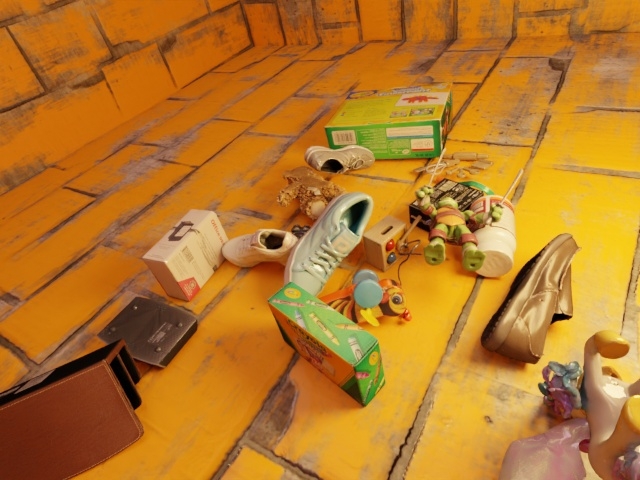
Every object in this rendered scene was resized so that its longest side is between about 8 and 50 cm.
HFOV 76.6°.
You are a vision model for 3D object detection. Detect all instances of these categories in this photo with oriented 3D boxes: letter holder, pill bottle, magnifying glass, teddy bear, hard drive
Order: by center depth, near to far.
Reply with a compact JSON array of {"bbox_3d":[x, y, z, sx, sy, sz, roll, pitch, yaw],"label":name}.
[{"bbox_3d":[-0.572,0.404,0.928,0.302,0.214,0.152,-24,9,-10],"label":"letter holder"},{"bbox_3d":[0.463,-0.014,1.098,0.121,0.121,0.221,3,44,20],"label":"pill bottle"},{"bbox_3d":[-0.475,0.254,1.124,0.255,0.054,0.172,11,46,28],"label":"hard drive"},{"bbox_3d":[0.469,-0.175,1.325,0.026,0.092,0.231,-54,36,-3],"label":"magnifying glass"},{"bbox_3d":[-0.018,-0.145,1.400,0.245,0.113,0.338,-29,42,-32],"label":"teddy bear"}]

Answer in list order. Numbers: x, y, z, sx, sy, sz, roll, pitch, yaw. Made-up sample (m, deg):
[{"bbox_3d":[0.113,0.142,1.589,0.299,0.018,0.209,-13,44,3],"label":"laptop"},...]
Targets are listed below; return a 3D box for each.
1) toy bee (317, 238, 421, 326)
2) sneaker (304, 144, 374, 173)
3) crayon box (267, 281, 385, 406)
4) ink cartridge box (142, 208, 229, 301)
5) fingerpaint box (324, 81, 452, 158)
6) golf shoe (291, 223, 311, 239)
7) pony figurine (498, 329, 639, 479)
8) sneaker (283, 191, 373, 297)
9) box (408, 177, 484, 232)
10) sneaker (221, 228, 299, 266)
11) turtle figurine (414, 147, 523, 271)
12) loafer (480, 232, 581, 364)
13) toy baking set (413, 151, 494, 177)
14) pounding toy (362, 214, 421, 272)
[{"bbox_3d":[0.144,0.151,0.993,0.298,0.162,0.195,-28,12,31],"label":"toy bee"},{"bbox_3d":[0.083,-0.285,1.519,0.281,0.105,0.115,-7,46,-22],"label":"sneaker"},{"bbox_3d":[0.012,0.227,0.919,0.081,0.165,0.278,-39,45,-26],"label":"crayon box"},{"bbox_3d":[-0.402,0.040,1.258,0.100,0.172,0.237,8,45,27],"label":"ink cartridge box"},{"bbox_3d":[0.292,-0.485,1.658,0.445,0.163,0.371,3,41,23],"label":"fingerpaint box"},{"bbox_3d":[0.000,0.000,1.274,0.198,0.077,0.093,-4,57,17],"label":"golf shoe"},{"bbox_3d":[0.442,0.313,0.602,0.303,0.363,0.351,6,59,13],"label":"pony figurine"},{"bbox_3d":[0.025,0.010,1.102,0.365,0.135,0.150,-62,19,-15],"label":"sneaker"},{"bbox_3d":[0.389,-0.100,1.254,0.180,0.077,0.147,-36,45,-24],"label":"box"},{"bbox_3d":[-0.187,0.008,1.230,0.305,0.152,0.114,-2,62,27],"label":"sneaker"},{"bbox_3d":[0.337,-0.073,0.998,0.275,0.198,0.266,-44,20,40],"label":"turtle figurine"},{"bbox_3d":[0.507,0.136,0.929,0.130,0.134,0.366,37,69,17],"label":"loafer"},{"bbox_3d":[0.472,-0.274,1.440,0.256,0.030,0.197,11,34,36],"label":"toy baking set"},{"bbox_3d":[0.208,-0.002,1.154,0.141,0.130,0.100,-37,45,-25],"label":"pounding toy"}]
